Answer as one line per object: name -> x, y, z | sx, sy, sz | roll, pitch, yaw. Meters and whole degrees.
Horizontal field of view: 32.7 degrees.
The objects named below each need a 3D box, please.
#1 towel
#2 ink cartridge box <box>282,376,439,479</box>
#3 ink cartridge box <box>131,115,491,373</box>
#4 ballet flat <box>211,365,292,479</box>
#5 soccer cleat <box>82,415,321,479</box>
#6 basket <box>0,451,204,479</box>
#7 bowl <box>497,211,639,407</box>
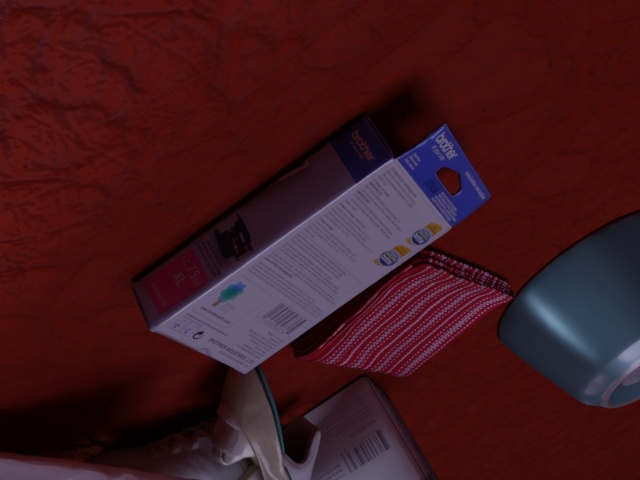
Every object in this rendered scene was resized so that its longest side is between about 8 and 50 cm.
towel -> 0.107, 0.096, 1.304 | 0.199, 0.031, 0.275 | -41, 151, 19
ink cartridge box -> 0.056, 0.353, 1.395 | 0.207, 0.283, 0.117 | -34, 152, 5
ink cartridge box -> 0.000, 0.000, 1.014 | 0.311, 0.065, 0.186 | -34, 152, 9
ballet flat -> -0.073, 0.245, 1.187 | 0.086, 0.248, 0.086 | -16, -165, 5
soccer cleat -> -0.133, 0.247, 1.256 | 0.331, 0.116, 0.143 | 13, 104, -47
basket -> -0.285, 0.402, 1.012 | 0.331, 0.328, 0.266 | 12, 139, -17
bowl -> 0.419, 0.114, 1.499 | 0.312, 0.163, 0.311 | -25, 151, -14
